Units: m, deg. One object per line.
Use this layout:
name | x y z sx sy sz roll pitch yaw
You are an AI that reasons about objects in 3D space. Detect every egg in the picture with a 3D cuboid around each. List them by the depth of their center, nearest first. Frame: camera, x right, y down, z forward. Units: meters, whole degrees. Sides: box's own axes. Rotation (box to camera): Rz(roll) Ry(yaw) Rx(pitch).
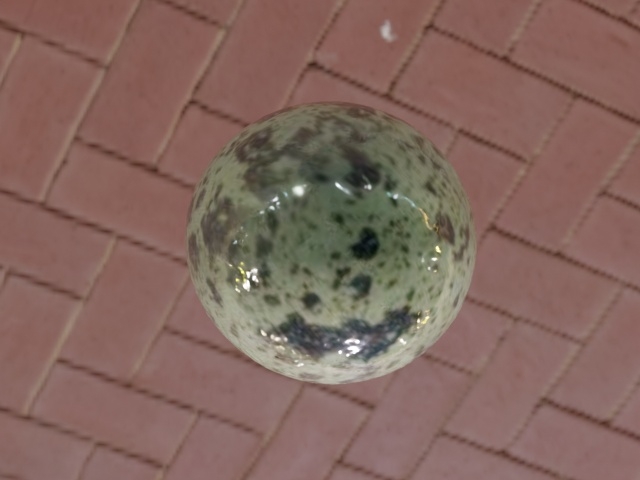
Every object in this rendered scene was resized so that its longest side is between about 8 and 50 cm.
egg | 0.000 0.000 0.757 0.132 0.172 0.132 -2 96 -25
